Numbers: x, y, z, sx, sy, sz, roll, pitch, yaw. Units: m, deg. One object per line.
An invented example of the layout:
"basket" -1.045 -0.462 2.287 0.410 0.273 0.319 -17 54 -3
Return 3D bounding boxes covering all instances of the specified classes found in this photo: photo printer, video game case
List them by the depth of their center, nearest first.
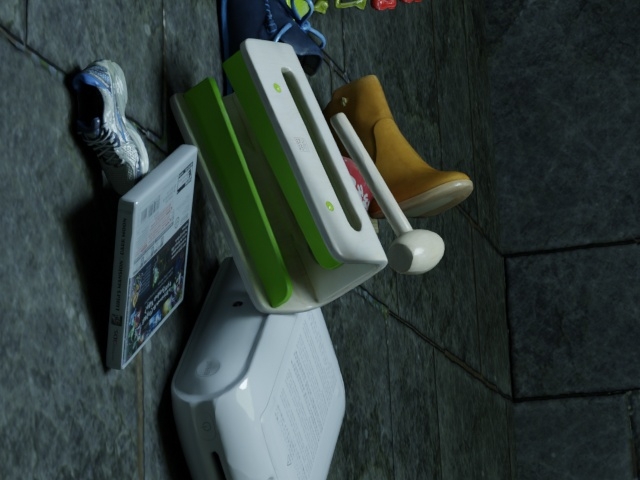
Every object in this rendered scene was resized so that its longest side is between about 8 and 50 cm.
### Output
"video game case" -0.165 0.012 1.619 0.190 0.022 0.173 -55 154 -67
"photo printer" -0.066 0.186 1.820 0.307 0.107 0.256 -72 149 -54

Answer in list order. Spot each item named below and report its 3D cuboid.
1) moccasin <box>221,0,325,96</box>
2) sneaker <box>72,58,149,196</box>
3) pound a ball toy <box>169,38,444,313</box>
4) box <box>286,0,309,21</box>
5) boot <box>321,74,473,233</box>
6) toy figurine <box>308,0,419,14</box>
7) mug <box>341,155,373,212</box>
"moccasin" -0.048 -0.217 2.032 0.138 0.117 0.342 24 61 -72
"sneaker" -0.208 -0.103 1.575 0.058 0.052 0.135 -32 107 -62
"pound a ball toy" 0.000 -0.067 1.769 0.136 0.208 0.319 1 60 -56
"box" -0.060 -0.378 2.193 0.109 0.042 0.178 -56 138 -67
"boot" 0.089 -0.128 2.269 0.104 0.295 0.211 -2 80 -34
"toy figurine" 0.047 -0.463 2.459 0.363 0.217 0.191 -15 120 -31
"mug" 0.008 -0.002 2.160 0.169 0.113 0.150 -77 153 -42
